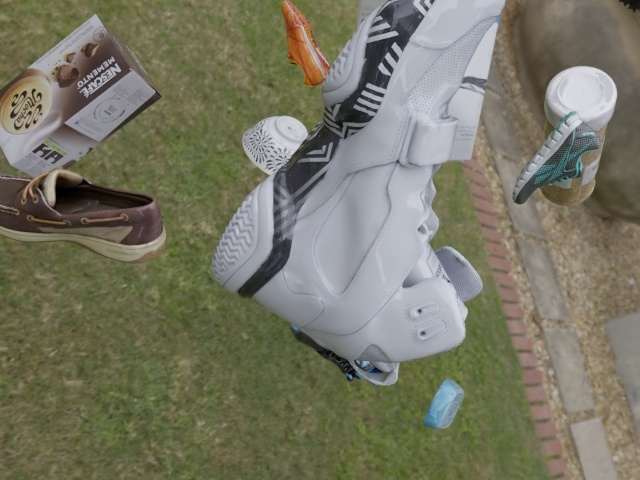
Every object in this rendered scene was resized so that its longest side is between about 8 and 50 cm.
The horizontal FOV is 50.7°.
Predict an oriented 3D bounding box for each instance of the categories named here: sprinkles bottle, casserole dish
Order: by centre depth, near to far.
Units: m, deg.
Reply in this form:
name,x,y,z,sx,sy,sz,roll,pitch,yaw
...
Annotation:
name,x,y,z,sx,sy,sz,roll,pitch,yaw
sprinkles bottle,0.505,-0.196,1.354,0.355,0.121,0.121,58,24,-63
casserole dish,0.271,0.359,1.461,0.114,0.037,0.188,-63,157,-4

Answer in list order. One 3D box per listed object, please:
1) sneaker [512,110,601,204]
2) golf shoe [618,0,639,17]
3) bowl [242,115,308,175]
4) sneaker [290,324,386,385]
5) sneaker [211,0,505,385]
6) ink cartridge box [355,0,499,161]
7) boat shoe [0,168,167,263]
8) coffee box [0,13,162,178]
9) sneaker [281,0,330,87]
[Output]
name,x,y,z,sx,sy,sz,roll,pitch,yaw
sneaker,0.357,-0.110,1.023,0.076,0.166,0.065,37,36,8
golf shoe,0.445,-0.293,0.735,0.120,0.273,0.105,-63,160,-8
bowl,-0.079,-0.220,1.484,0.170,0.080,0.170,18,44,-19
sneaker,0.066,0.246,1.570,0.341,0.125,0.139,24,42,-47
sneaker,0.077,-0.041,0.566,0.210,0.365,0.137,40,26,5
ink cartridge box,0.218,-0.394,1.510,0.166,0.286,0.394,-6,111,-39
boat shoe,-0.409,-0.065,1.071,0.123,0.342,0.123,-63,165,-46
coffee box,-0.487,-0.274,1.327,0.168,0.297,0.119,56,4,21
sneaker,-0.043,-0.374,1.280,0.064,0.068,0.175,-6,73,-65
